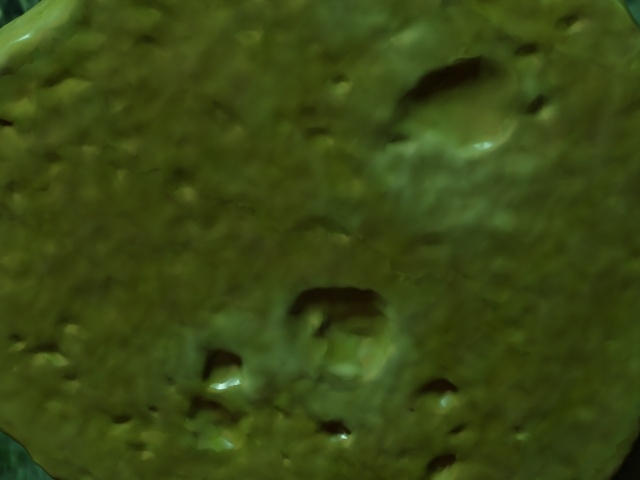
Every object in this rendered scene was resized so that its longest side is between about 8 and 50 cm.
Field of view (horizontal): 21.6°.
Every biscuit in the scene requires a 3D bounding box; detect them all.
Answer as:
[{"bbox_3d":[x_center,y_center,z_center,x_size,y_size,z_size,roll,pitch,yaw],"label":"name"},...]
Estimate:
[{"bbox_3d":[0.000,-0.001,0.826,0.385,0.062,0.365,28,109,-11],"label":"biscuit"}]
